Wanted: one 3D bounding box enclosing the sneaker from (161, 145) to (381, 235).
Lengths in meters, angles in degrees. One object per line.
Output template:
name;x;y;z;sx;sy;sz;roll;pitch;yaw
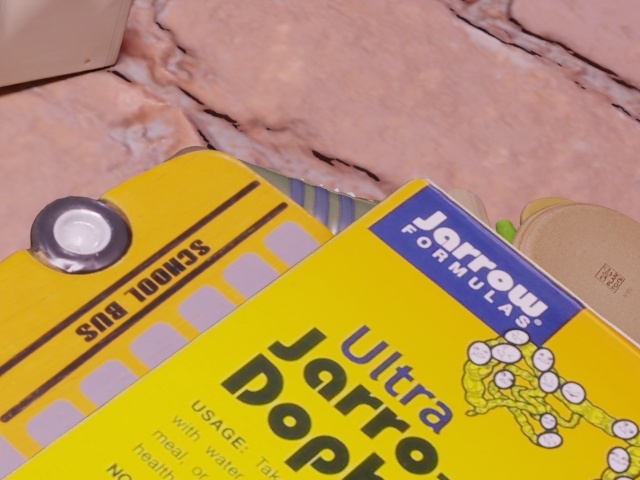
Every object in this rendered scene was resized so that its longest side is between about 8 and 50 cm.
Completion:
sneaker;0.000;0.000;0.878;0.192;0.064;0.086;37;43;16

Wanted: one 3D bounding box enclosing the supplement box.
supplement box;-0.019;0.167;0.638;0.195;0.194;0.356;40;52;19

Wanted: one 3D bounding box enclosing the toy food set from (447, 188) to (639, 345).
toy food set;0.169;0.029;0.916;0.192;0.038;0.132;2;57;-20

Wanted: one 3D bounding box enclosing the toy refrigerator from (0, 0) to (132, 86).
toy refrigerator;-0.233;-0.222;0.981;0.102;0.094;0.269;-17;57;-35

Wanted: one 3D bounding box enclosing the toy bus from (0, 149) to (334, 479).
toy bus;-0.140;0.084;0.736;0.130;0.108;0.332;38;51;15
